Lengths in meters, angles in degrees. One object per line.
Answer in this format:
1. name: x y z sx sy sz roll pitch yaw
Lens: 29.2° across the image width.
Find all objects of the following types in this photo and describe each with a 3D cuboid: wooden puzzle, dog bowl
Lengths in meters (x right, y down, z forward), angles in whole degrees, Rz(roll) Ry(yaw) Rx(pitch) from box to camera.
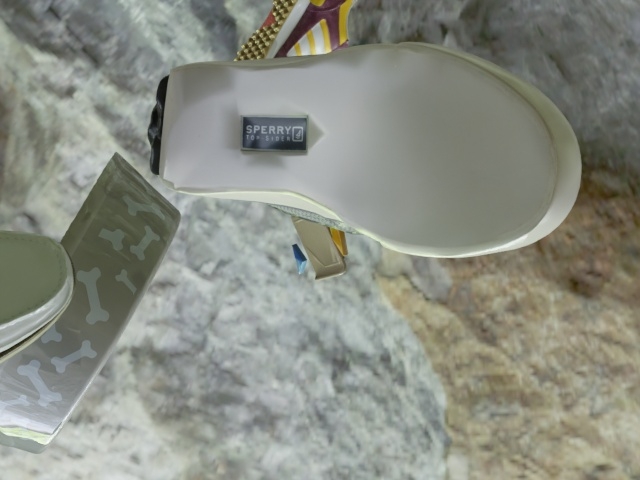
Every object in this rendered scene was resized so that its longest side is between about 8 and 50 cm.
1. wooden puzzle: 0.000 0.000 1.159 0.014 0.116 0.078 -20 -82 -25
2. dog bowl: -0.270 0.076 1.339 0.102 0.349 0.349 32 -66 -9

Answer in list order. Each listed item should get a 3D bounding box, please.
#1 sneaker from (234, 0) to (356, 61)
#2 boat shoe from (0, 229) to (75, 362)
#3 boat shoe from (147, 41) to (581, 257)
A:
1. sneaker: -0.019 -0.179 1.154 0.084 0.069 0.185 25 -70 -27
2. boat shoe: -0.325 0.048 0.897 0.302 0.113 0.103 -15 -21 -20
3. boat shoe: 0.050 -0.065 0.803 0.340 0.158 0.127 15 -79 42
